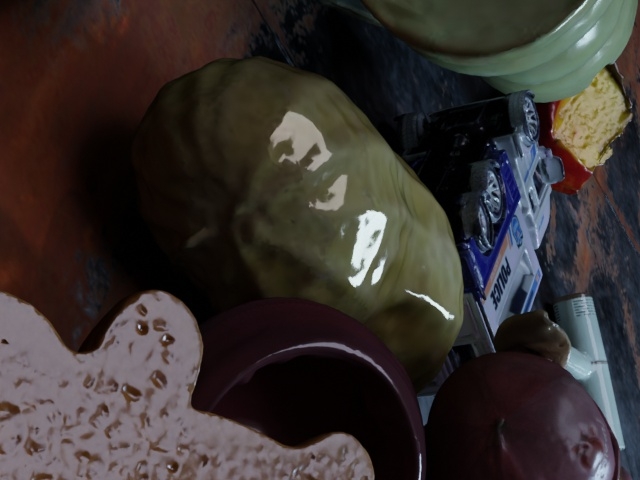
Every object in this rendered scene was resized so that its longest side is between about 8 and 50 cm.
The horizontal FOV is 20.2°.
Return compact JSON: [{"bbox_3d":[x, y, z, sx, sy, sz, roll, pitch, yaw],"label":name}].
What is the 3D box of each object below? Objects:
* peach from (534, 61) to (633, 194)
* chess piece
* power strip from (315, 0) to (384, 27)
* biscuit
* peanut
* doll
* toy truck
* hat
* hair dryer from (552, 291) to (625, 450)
[{"bbox_3d":[0.232,-0.112,1.740,0.151,0.118,0.151,169,-90,-74],"label":"peach"},{"bbox_3d":[0.163,-0.233,1.466,0.442,0.234,0.234,10,64,-75],"label":"chess piece"},{"bbox_3d":[0.033,-0.284,1.513,0.213,0.064,0.198,1,72,-63],"label":"power strip"},{"bbox_3d":[-0.104,0.129,0.930,0.324,0.049,0.205,31,64,-34],"label":"biscuit"},{"bbox_3d":[-0.001,-0.005,1.166,0.174,0.158,0.340,56,12,29],"label":"peanut"},{"bbox_3d":[0.129,0.169,1.211,0.256,0.152,0.196,104,-29,-70],"label":"doll"},{"bbox_3d":[0.113,-0.002,1.428,0.155,0.124,0.268,69,27,-24],"label":"toy truck"},{"bbox_3d":[-0.030,0.135,1.064,0.205,0.089,0.205,-1,92,-28],"label":"hat"},{"bbox_3d":[0.215,0.120,1.653,0.183,0.044,0.155,11,63,-55],"label":"hair dryer"}]
